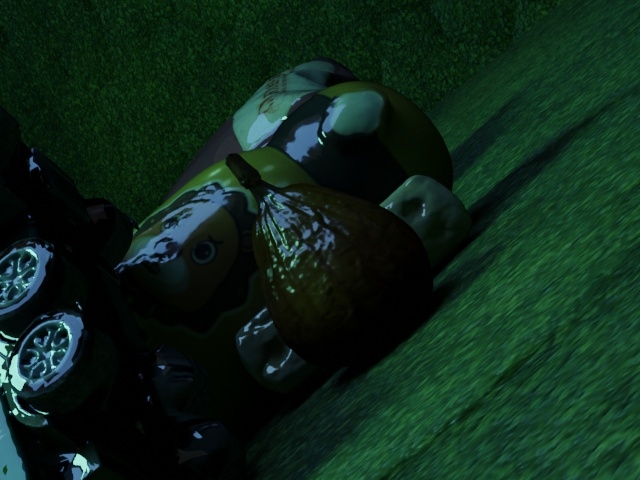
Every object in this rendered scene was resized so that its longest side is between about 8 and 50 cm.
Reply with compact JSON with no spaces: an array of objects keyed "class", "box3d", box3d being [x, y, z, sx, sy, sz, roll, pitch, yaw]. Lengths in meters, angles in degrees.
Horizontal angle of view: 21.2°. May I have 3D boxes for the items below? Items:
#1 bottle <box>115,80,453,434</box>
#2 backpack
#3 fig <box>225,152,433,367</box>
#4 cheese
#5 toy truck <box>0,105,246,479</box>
[{"class":"bottle","box3d":[-0.052,0.019,1.286,0.351,0.171,0.171,-43,3,-11]},{"class":"backpack","box3d":[-0.054,-0.030,1.810,0.317,0.197,0.283,-46,4,11]},{"class":"fig","box3d":[0.011,0.007,1.108,0.119,0.153,0.119,-20,-20,-8]},{"class":"cheese","box3d":[0.024,0.031,1.194,0.194,0.065,0.043,-40,-25,-15]},{"class":"toy truck","box3d":[-0.189,0.074,1.072,0.178,0.176,0.363,-36,44,9]}]
